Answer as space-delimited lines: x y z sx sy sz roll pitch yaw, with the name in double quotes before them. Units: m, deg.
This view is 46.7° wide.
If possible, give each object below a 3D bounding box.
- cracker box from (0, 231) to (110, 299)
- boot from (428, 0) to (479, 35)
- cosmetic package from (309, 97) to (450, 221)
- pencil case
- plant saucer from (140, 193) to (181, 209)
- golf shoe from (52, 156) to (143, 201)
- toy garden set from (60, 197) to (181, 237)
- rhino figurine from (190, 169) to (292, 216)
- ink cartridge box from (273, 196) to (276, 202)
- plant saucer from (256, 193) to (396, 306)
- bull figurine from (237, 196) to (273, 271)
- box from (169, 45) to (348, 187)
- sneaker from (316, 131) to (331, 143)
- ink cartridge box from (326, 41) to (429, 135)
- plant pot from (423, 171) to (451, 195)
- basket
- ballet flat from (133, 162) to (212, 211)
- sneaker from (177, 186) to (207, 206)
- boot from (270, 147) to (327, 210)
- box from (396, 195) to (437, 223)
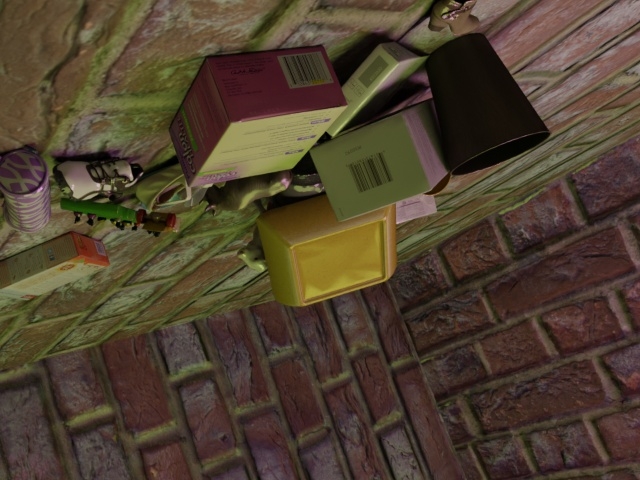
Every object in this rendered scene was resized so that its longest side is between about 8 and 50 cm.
"cracker box" -0.629 0.062 1.711 0.232 0.067 0.156 -23 168 5
"boot" 0.236 -0.382 1.234 0.119 0.042 0.087 -16 165 -27
"cosmetic package" 0.144 -0.170 1.465 0.197 0.155 0.365 -19 -171 22
"pencil case" -0.500 -0.079 1.244 0.088 0.086 0.206 18 156 -11
"plant saucer" -0.331 -0.100 1.595 0.119 0.021 0.119 -21 168 -4
"golf shoe" -0.386 -0.118 1.298 0.094 0.077 0.198 -27 178 16
"toy garden set" -0.367 -0.035 1.453 0.204 0.049 0.244 8 178 3
"rhino figurine" -0.171 -0.120 1.570 0.243 0.106 0.073 -23 168 8
"ink cartridge box" 0.000 0.000 2.023 0.198 0.270 0.197 -20 169 -4
"plant saucer" 0.038 0.029 1.763 0.333 0.081 0.332 -17 140 -7
"bull figurine" -0.077 -0.044 1.872 0.311 0.188 0.101 -19 174 -13
"box" -0.111 -0.205 1.249 0.214 0.117 0.243 -15 166 -29
"sneaker" 0.009 -0.236 1.422 0.063 0.074 0.170 -18 168 -13
"ink cartridge box" 0.099 -0.283 1.356 0.181 0.056 0.225 -46 178 27
"plant pot" 0.279 -0.193 2.035 0.134 0.134 0.095 -18 -167 -15
"basket" 0.300 -0.265 1.424 0.205 0.226 0.154 -21 169 -2
"ballet flat" -0.255 -0.126 1.458 0.249 0.086 0.086 -25 168 20
"sneaker" -0.236 -0.138 1.519 0.152 0.061 0.053 -40 160 0
"boot" 0.034 -0.121 1.756 0.338 0.118 0.222 -5 140 -21
"box" 0.197 -0.097 2.194 0.169 0.087 0.290 -17 -175 -22
